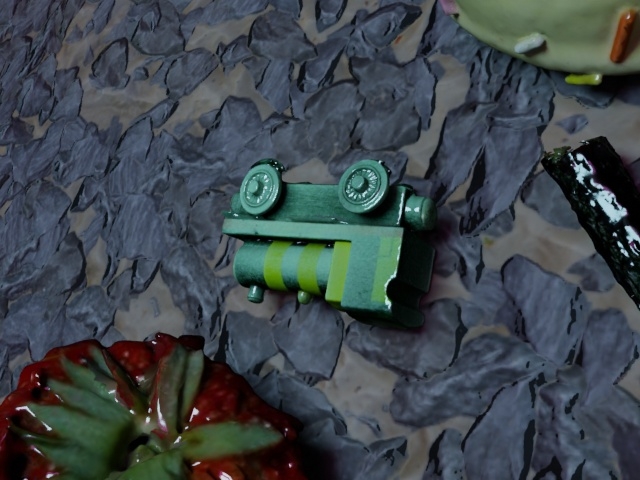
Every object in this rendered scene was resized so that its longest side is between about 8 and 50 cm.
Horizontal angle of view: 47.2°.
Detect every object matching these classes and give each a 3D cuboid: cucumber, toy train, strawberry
[{"bbox_3d":[0.215,-0.005,0.514,0.053,0.053,0.181,-33,59,19],"label":"cucumber"},{"bbox_3d":[0.000,0.000,0.635,0.200,0.083,0.132,3,76,35],"label":"toy train"},{"bbox_3d":[-0.145,0.223,0.565,0.261,0.261,0.257,51,140,36],"label":"strawberry"}]

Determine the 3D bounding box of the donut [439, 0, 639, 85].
[{"bbox_3d":[0.218,-0.283,0.558,0.371,0.150,0.307,40,96,37],"label":"donut"}]
